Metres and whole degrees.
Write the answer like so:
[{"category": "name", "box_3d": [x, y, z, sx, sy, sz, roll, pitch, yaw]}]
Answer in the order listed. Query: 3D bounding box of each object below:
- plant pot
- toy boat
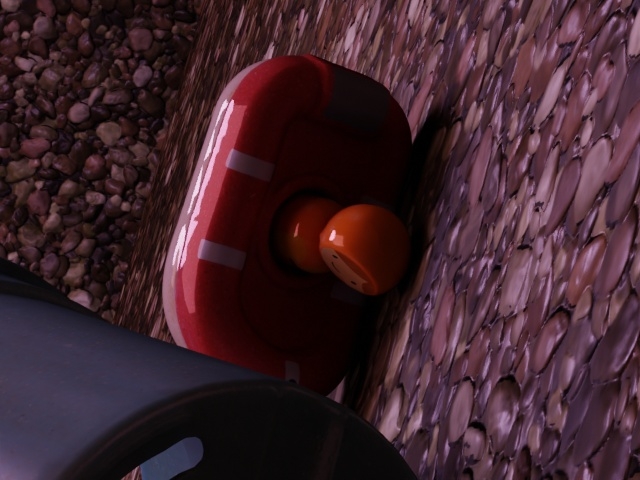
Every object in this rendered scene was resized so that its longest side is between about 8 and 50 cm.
[{"category": "plant pot", "box_3d": [-0.132, 0.177, 0.967, 0.334, 0.341, 0.341, 5, 77, 52]}, {"category": "toy boat", "box_3d": [0.000, 0.000, 1.298, 0.151, 0.151, 0.231, 18, 91, 52]}]
